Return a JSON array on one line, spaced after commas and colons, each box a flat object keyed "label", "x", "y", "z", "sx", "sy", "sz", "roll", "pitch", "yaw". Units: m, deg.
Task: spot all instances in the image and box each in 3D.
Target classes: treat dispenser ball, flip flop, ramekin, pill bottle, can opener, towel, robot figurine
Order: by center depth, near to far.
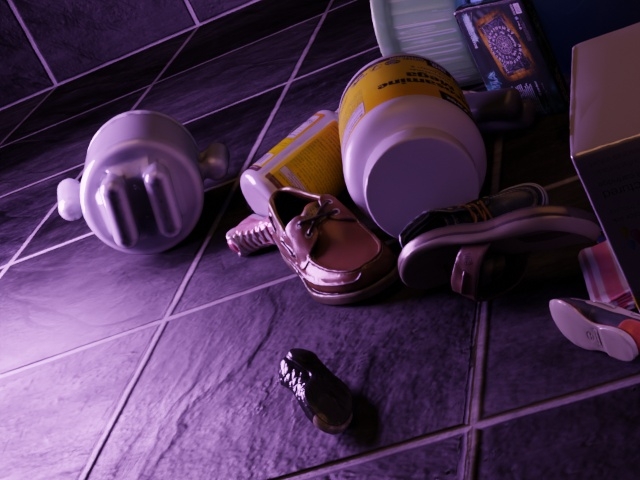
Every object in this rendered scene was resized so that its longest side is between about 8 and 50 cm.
[{"label": "towel", "x": 0.368, "y": 0.007, "z": 1.352, "sx": 0.197, "sy": 0.029, "sz": 0.144, "roll": -23, "pitch": 20, "yaw": 11}, {"label": "flip flop", "x": 0.191, "y": 0.024, "z": 1.434, "sx": 0.112, "sy": 0.080, "sz": 0.277, "roll": 8, "pitch": -16, "yaw": -41}, {"label": "pill bottle", "x": 0.121, "y": -0.123, "z": 1.733, "sx": 0.188, "sy": 0.188, "sz": 0.334, "roll": -24, "pitch": 21, "yaw": 8}, {"label": "pill bottle", "x": -0.008, "y": -0.115, "z": 1.942, "sx": 0.215, "sy": 0.117, "sz": 0.117, "roll": -41, "pitch": 24, "yaw": -18}, {"label": "treat dispenser ball", "x": 0.366, "y": -0.395, "z": 1.946, "sx": 0.288, "sy": 0.288, "sz": 0.288, "roll": -23, "pitch": 21, "yaw": 9}, {"label": "can opener", "x": 0.195, "y": -0.171, "z": 1.953, "sx": 0.280, "sy": 0.074, "sz": 0.093, "roll": -8, "pitch": 62, "yaw": 44}, {"label": "ramekin", "x": 0.215, "y": -0.391, "z": 2.123, "sx": 0.148, "sy": 0.303, "sz": 0.303, "roll": -4, "pitch": 29, "yaw": 30}, {"label": "robot figurine", "x": -0.297, "y": -0.102, "z": 2.165, "sx": 0.300, "sy": 0.200, "sz": 0.353, "roll": -11, "pitch": 21, "yaw": -2}]

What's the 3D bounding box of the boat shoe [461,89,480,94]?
[{"label": "boat shoe", "x": 0.217, "y": -0.214, "z": 2.030, "sx": 0.048, "sy": 0.056, "sz": 0.153, "roll": -27, "pitch": 20, "yaw": -30}]

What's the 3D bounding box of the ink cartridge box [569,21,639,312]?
[{"label": "ink cartridge box", "x": 0.356, "y": -0.046, "z": 1.121, "sx": 0.198, "sy": 0.270, "sz": 0.197, "roll": -18, "pitch": 31, "yaw": 23}]

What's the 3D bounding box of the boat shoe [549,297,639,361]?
[{"label": "boat shoe", "x": 0.276, "y": 0.080, "z": 1.260, "sx": 0.043, "sy": 0.049, "sz": 0.137, "roll": -30, "pitch": 23, "yaw": -18}]

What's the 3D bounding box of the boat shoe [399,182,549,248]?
[{"label": "boat shoe", "x": 0.184, "y": -0.020, "z": 1.541, "sx": 0.183, "sy": 0.083, "sz": 0.065, "roll": -29, "pitch": 65, "yaw": 9}]

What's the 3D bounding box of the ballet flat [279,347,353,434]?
[{"label": "ballet flat", "x": -0.003, "y": 0.170, "z": 1.408, "sx": 0.057, "sy": 0.049, "sz": 0.173, "roll": 3, "pitch": 18, "yaw": -17}]

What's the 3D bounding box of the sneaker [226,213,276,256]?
[{"label": "sneaker", "x": -0.093, "y": -0.003, "z": 1.901, "sx": 0.070, "sy": 0.051, "sz": 0.134, "roll": -37, "pitch": 19, "yaw": -21}]

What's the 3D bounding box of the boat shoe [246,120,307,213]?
[{"label": "boat shoe", "x": -0.044, "y": -0.120, "z": 2.078, "sx": 0.228, "sy": 0.081, "sz": 0.069, "roll": -44, "pitch": -2, "yaw": -43}]

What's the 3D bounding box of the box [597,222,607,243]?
[{"label": "box", "x": 0.371, "y": -0.038, "z": 1.458, "sx": 0.136, "sy": 0.028, "sz": 0.081, "roll": -20, "pitch": 22, "yaw": 12}]

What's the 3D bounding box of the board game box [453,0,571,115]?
[{"label": "board game box", "x": 0.281, "y": -0.266, "z": 1.883, "sx": 0.126, "sy": 0.186, "sz": 0.026, "roll": -2, "pitch": 32, "yaw": 47}]

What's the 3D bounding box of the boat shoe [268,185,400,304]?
[{"label": "boat shoe", "x": 0.000, "y": 0.000, "z": 1.700, "sx": 0.110, "sy": 0.104, "sz": 0.307, "roll": -33, "pitch": 21, "yaw": -17}]
